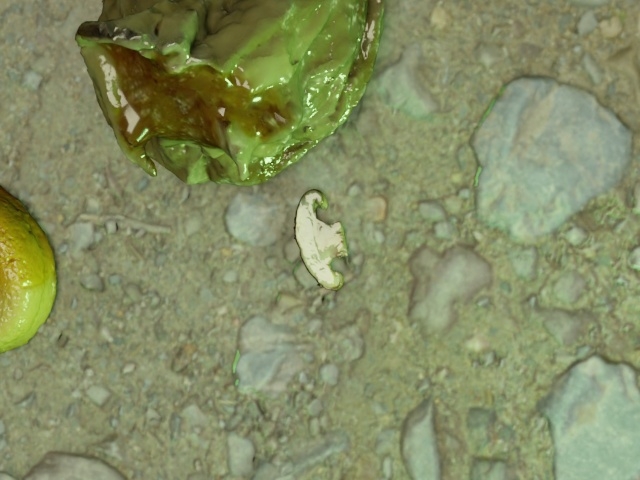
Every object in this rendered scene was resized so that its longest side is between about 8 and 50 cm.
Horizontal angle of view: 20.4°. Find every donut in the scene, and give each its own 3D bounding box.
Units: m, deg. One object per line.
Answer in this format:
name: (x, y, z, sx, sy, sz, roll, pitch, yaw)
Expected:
donut: (-0.360, 0.029, 1.778, 0.174, 0.074, 0.190, -33, 85, 11)

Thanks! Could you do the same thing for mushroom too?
mushroom: (0.001, 0.000, 1.726, 0.049, 0.019, 0.101, -10, 92, 13)

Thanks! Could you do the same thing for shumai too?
shumai: (-0.093, -0.194, 1.620, 0.314, 0.262, 0.267, -40, 84, 9)
